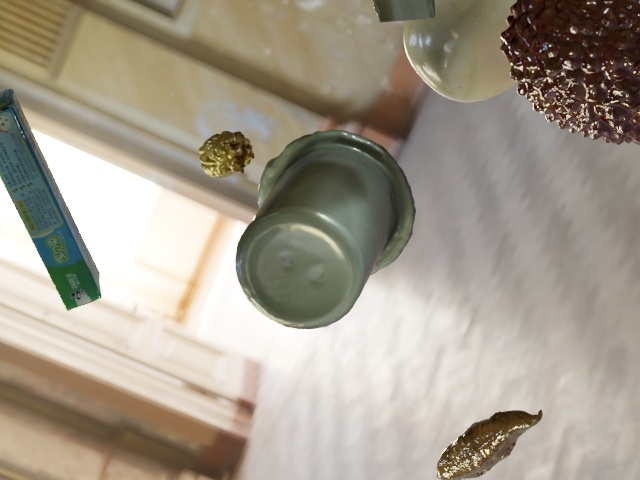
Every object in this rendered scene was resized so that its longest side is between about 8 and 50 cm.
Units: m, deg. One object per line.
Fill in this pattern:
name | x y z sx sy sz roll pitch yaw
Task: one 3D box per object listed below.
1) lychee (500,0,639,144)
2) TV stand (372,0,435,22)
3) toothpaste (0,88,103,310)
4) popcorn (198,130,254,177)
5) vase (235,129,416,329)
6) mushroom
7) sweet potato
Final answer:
lychee | 0.352 -0.237 1.644 0.300 0.264 0.264 -24 -27 -46
TV stand | 0.092 -0.382 1.786 0.269 0.083 0.088 67 -158 -66
toothpaste | -0.326 -0.045 1.642 0.065 0.050 0.266 -118 6 -61
popcorn | -0.138 -0.124 2.072 0.083 0.082 0.057 -127 26 -53
vase | 0.000 0.000 2.011 0.245 0.245 0.291 -62 1 25
mushroom | 0.227 -0.330 2.112 0.202 0.246 0.246 39 108 45
sweet potato | 0.213 0.256 1.788 0.206 0.068 0.060 -46 30 46
